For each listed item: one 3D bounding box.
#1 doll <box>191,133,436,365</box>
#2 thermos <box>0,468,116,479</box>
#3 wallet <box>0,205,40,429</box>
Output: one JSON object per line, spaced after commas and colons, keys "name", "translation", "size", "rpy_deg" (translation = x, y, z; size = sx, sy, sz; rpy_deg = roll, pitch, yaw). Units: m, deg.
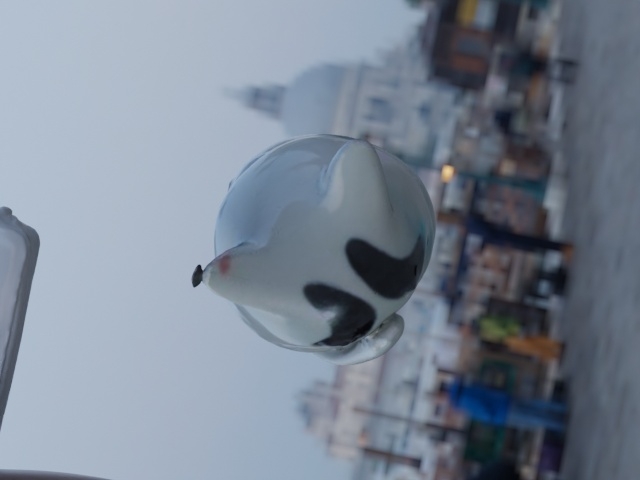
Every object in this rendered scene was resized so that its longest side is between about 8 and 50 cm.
{"name": "doll", "translation": [0.002, 0.001, 0.957], "size": [0.110, 0.107, 0.181], "rpy_deg": [-48, 5, 2]}
{"name": "thermos", "translation": [-0.154, 0.225, 1.336], "size": [0.176, 0.265, 0.146], "rpy_deg": [-18, 72, 55]}
{"name": "wallet", "translation": [-0.249, 0.062, 1.363], "size": [0.033, 0.095, 0.190], "rpy_deg": [-36, -36, -74]}
